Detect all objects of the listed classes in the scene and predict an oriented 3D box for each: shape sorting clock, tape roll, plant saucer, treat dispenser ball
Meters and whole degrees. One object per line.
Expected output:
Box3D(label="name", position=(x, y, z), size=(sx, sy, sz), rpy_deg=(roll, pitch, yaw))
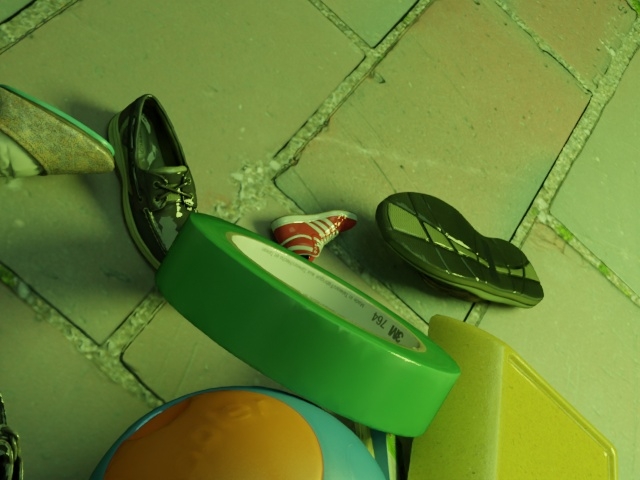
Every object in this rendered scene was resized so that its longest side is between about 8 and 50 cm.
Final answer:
Box3D(label="shape sorting clock", position=(0.064, 0.261, 1.037), size=(0.040, 0.206, 0.206), rpy_deg=(-8, 61, 10))
Box3D(label="tape roll", position=(-0.012, 0.082, 1.011), size=(0.321, 0.321, 0.077), rpy_deg=(29, 96, -16))
Box3D(label="plant saucer", position=(0.242, 0.280, 1.113), size=(0.333, 0.081, 0.332), rpy_deg=(42, 39, -24))
Box3D(label="treat dispenser ball", position=(-0.072, 0.272, 0.858), size=(0.288, 0.288, 0.288), rpy_deg=(16, 56, -25))

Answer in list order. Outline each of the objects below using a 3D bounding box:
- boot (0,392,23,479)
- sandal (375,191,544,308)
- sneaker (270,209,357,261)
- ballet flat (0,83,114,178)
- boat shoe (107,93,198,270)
Box3D(label="boot", position=(-0.284, 0.196, 0.804), size=(0.091, 0.229, 0.263), rpy_deg=(14, 57, -25))
Box3D(label="sandal", position=(0.181, 0.035, 1.301), size=(0.303, 0.086, 0.120), rpy_deg=(26, 45, -36))
Box3D(label="sneaker", position=(0.000, 0.000, 1.225), size=(0.118, 0.042, 0.067), rpy_deg=(-7, 64, -27))
Box3D(label="ballet flat", position=(-0.375, -0.129, 1.039), size=(0.316, 0.107, 0.106), rpy_deg=(31, 71, -7))
Box3D(label="boat shoe", position=(-0.183, -0.065, 1.125), size=(0.080, 0.073, 0.223), rpy_deg=(-8, 68, -36))
